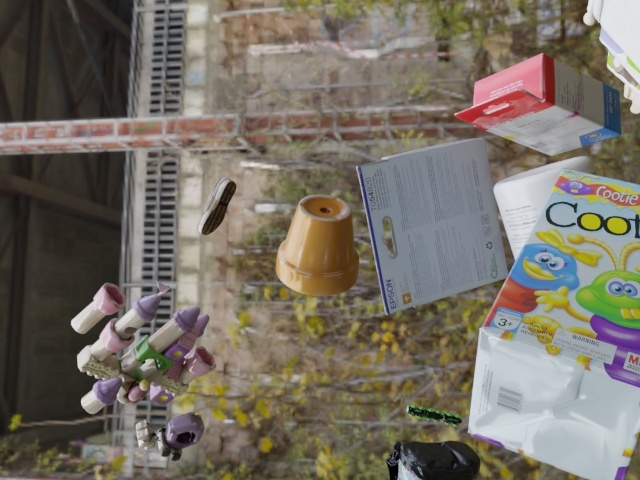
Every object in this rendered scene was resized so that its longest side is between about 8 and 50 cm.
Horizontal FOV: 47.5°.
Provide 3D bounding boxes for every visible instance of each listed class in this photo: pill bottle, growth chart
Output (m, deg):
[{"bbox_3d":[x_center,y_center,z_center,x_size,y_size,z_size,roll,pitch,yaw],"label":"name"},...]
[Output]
[{"bbox_3d":[0.324,0.015,0.963,0.131,0.131,0.229,-35,-72,-76],"label":"pill bottle"},{"bbox_3d":[0.337,-0.210,0.749,0.172,0.021,0.237,82,170,-57],"label":"growth chart"}]

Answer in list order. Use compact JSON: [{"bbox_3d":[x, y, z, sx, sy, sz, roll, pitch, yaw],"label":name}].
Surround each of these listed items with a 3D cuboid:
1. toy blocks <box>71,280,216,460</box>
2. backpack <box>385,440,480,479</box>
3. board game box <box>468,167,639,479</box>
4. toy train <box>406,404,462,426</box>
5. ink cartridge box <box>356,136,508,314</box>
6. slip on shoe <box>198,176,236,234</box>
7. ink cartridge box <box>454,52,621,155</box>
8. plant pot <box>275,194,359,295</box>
[{"bbox_3d":[-0.333,0.239,1.554,0.288,0.260,0.309,40,-163,-41],"label":"toy blocks"},{"bbox_3d":[0.180,0.427,1.186,0.115,0.151,0.182,-132,51,-71],"label":"backpack"},{"bbox_3d":[0.261,0.069,0.708,0.275,0.142,0.144,-50,-33,-42],"label":"board game box"},{"bbox_3d":[0.159,0.245,1.025,0.023,0.083,0.017,-172,96,-80],"label":"toy train"},{"bbox_3d":[0.161,-0.024,1.072,0.045,0.223,0.224,5,107,65],"label":"ink cartridge box"},{"bbox_3d":[-0.233,-0.077,1.595,0.051,0.041,0.135,20,-83,-54],"label":"slip on shoe"},{"bbox_3d":[0.328,-0.206,1.097,0.231,0.134,0.078,13,-106,-33],"label":"ink cartridge box"},{"bbox_3d":[0.000,0.000,1.760,0.205,0.205,0.188,-72,-9,-57],"label":"plant pot"}]
